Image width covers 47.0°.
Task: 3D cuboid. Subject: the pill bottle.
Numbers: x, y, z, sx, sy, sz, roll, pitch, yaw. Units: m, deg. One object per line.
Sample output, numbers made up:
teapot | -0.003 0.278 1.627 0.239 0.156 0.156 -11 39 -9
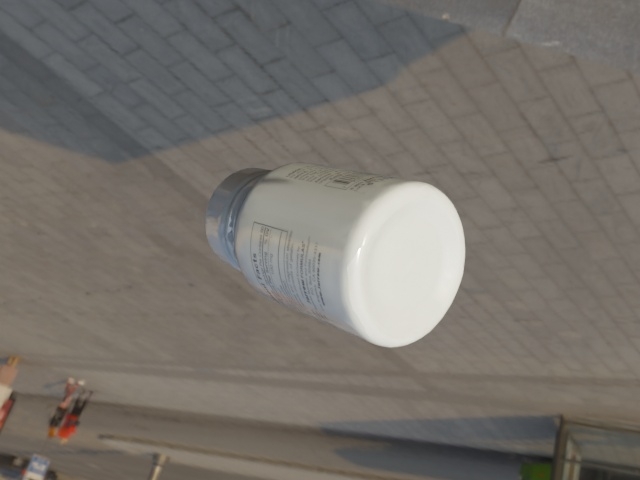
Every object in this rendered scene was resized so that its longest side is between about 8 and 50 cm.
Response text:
pill bottle | 0.000 0.000 0.642 0.229 0.131 0.131 17 163 49
